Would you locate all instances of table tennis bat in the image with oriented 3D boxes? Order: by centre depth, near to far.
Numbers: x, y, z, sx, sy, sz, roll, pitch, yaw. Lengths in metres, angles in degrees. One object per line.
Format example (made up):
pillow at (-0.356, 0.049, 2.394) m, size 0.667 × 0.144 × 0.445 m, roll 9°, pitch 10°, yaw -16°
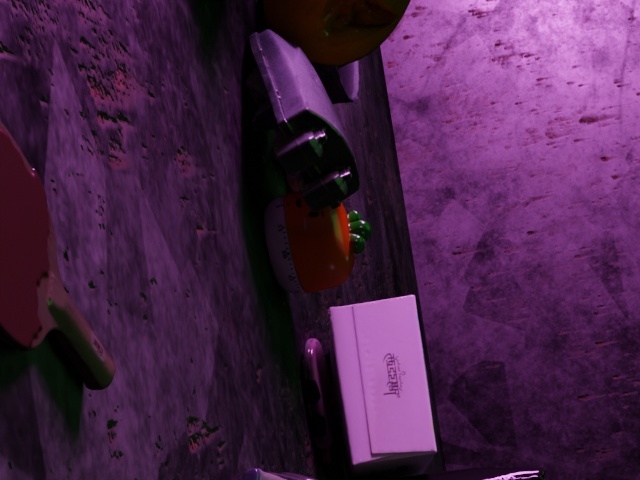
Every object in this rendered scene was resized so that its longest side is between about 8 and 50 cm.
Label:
table tennis bat at (-0.173, 0.015, 0.788) m, size 0.234 × 0.022 × 0.131 m, roll 69°, pitch 14°, yaw -49°

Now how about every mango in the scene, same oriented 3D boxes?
mango at (0.036, -0.409, 1.717) m, size 0.253 × 0.182 × 0.364 m, roll -148°, pitch -110°, yaw -67°

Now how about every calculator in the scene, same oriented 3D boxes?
calculator at (0.001, 0.206, 1.687) m, size 0.103 × 0.024 × 0.165 m, roll -67°, pitch 148°, yaw -74°

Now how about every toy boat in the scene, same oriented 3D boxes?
toy boat at (-0.037, -0.164, 1.588) m, size 0.141 × 0.092 × 0.319 m, roll 56°, pitch 9°, yaw -37°

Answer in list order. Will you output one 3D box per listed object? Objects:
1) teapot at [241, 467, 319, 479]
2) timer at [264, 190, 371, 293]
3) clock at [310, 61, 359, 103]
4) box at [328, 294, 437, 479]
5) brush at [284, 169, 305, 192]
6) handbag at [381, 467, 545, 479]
teapot at (-0.022, 0.271, 1.215) m, size 0.149 × 0.111 × 0.108 m, roll 79°, pitch 26°, yaw -72°
timer at (0.000, 0.000, 1.584) m, size 0.099 × 0.136 × 0.136 m, roll -81°, pitch 160°, yaw -48°
clock at (-0.015, -0.395, 2.036) m, size 0.386 × 0.077 × 0.386 m, roll -10°, pitch 90°, yaw -81°
box at (0.078, 0.205, 1.750) m, size 0.274 × 0.116 × 0.203 m, roll 89°, pitch -7°, yaw -73°
brush at (-0.015, -0.089, 1.826) m, size 0.323 × 0.051 × 0.070 m, roll 51°, pitch 38°, yaw -79°
handbag at (0.177, 0.385, 1.779) m, size 0.342 × 0.288 × 0.152 m, roll 66°, pitch 13°, yaw -62°
